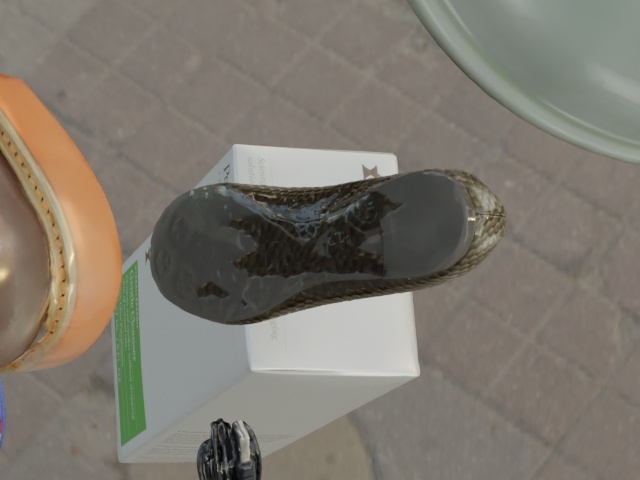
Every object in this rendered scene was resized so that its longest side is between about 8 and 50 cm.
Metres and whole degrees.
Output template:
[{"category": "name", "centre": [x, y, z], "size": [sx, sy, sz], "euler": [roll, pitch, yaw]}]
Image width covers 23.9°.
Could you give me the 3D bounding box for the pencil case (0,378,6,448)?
[{"category": "pencil case", "centre": [-0.274, 0.081, 0.640], "size": [0.119, 0.133, 0.306], "euler": [35, 30, 30]}]

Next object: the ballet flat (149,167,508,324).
[{"category": "ballet flat", "centre": [0.000, 0.000, 0.844], "size": [0.250, 0.058, 0.084], "euler": [-10, 85, 42]}]

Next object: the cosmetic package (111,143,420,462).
[{"category": "cosmetic package", "centre": [-0.063, 0.070, 1.341], "size": [0.155, 0.365, 0.197], "euler": [3, 69, -22]}]

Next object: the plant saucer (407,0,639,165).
[{"category": "plant saucer", "centre": [0.216, -0.215, 0.695], "size": [0.400, 0.400, 0.100], "euler": [-17, 21, -6]}]

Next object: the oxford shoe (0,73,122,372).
[{"category": "oxford shoe", "centre": [-0.236, -0.086, 0.644], "size": [0.363, 0.130, 0.133], "euler": [45, 29, 20]}]

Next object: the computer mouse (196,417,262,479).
[{"category": "computer mouse", "centre": [-0.080, 0.266, 1.033], "size": [0.072, 0.188, 0.272], "euler": [10, 32, 11]}]
